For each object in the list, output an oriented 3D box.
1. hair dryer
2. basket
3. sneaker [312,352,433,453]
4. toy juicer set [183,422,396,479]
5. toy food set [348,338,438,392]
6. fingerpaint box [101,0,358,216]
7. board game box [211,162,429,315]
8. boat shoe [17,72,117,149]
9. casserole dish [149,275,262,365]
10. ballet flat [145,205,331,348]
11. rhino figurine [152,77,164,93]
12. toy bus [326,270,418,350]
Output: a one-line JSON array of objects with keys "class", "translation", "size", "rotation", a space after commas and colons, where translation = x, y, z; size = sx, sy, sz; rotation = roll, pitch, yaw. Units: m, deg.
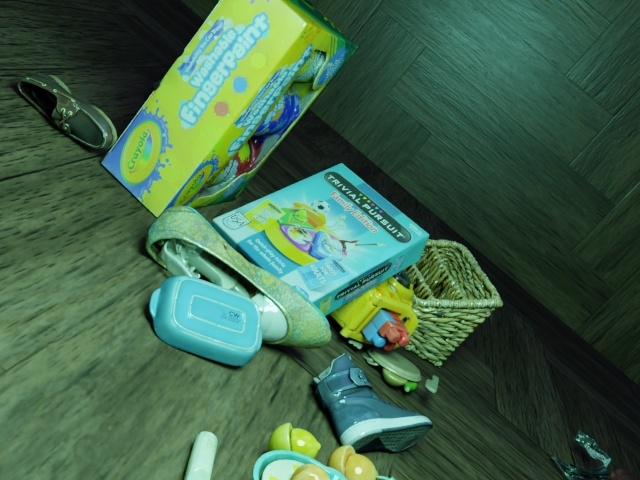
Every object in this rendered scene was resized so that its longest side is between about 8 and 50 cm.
[{"class": "hair dryer", "translation": [0.667, 0.588, 1.779], "size": [0.293, 0.080, 0.224], "rotation": [41, 32, 22]}, {"class": "basket", "translation": [0.242, 0.101, 1.800], "size": [0.213, 0.223, 0.299], "rotation": [33, 19, -23]}, {"class": "sneaker", "translation": [0.085, 0.267, 1.278], "size": [0.226, 0.086, 0.163], "rotation": [18, 30, -49]}, {"class": "toy juicer set", "translation": [-0.034, 0.281, 0.921], "size": [0.329, 0.089, 0.209], "rotation": [18, 22, -28]}, {"class": "toy food set", "translation": [0.142, 0.254, 1.529], "size": [0.192, 0.038, 0.132], "rotation": [30, 8, 11]}, {"class": "fingerpaint box", "translation": [-0.159, -0.271, 1.503], "size": [0.163, 0.445, 0.371], "rotation": [43, 16, 7]}, {"class": "board game box", "translation": [0.000, 0.000, 1.458], "size": [0.336, 0.079, 0.254], "rotation": [-28, 58, -36]}, {"class": "boat shoe", "translation": [-0.466, -0.232, 1.402], "size": [0.207, 0.073, 0.073], "rotation": [36, 23, 14]}, {"class": "casserole dish", "translation": [-0.159, 0.114, 1.131], "size": [0.188, 0.037, 0.114], "rotation": [24, 53, -28]}, {"class": "ballet flat", "translation": [-0.142, 0.084, 1.248], "size": [0.348, 0.123, 0.123], "rotation": [40, 17, -1]}, {"class": "rhino figurine", "translation": [-0.347, -0.313, 1.854], "size": [0.106, 0.073, 0.243], "rotation": [31, 20, -40]}, {"class": "toy bus", "translation": [0.122, 0.146, 1.543], "size": [0.220, 0.149, 0.211], "rotation": [23, 21, -44]}]
